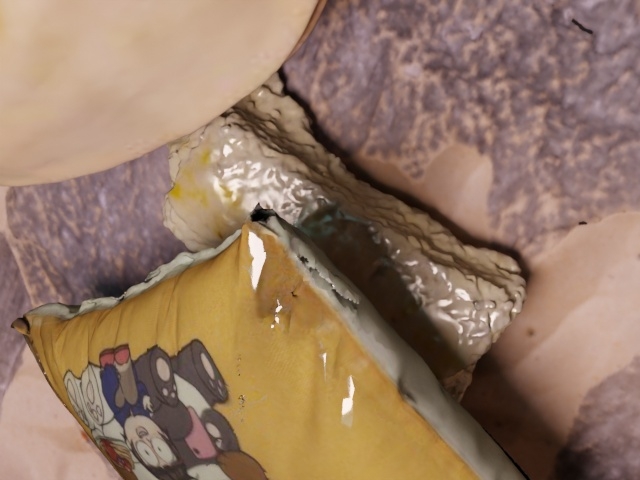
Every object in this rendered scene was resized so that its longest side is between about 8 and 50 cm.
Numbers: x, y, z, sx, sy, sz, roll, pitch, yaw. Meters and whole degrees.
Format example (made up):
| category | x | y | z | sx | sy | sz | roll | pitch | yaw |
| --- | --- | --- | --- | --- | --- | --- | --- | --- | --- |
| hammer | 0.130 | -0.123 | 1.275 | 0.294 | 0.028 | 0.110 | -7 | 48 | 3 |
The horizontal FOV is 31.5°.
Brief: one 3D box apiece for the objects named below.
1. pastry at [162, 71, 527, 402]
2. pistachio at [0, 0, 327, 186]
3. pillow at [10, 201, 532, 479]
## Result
| category | x | y | z | sx | sy | sz | roll | pitch | yaw |
| --- | --- | --- | --- | --- | --- | --- | --- | --- | --- |
| pastry | 0.005 | -0.004 | 0.692 | 0.258 | 0.089 | 0.121 | 40 | 110 | 5 |
| pistachio | -0.124 | -0.156 | 0.628 | 0.309 | 0.230 | 0.230 | -37 | 89 | 34 |
| pillow | -0.016 | 0.130 | 0.663 | 0.312 | 0.119 | 0.310 | 49 | 142 | -16 |
